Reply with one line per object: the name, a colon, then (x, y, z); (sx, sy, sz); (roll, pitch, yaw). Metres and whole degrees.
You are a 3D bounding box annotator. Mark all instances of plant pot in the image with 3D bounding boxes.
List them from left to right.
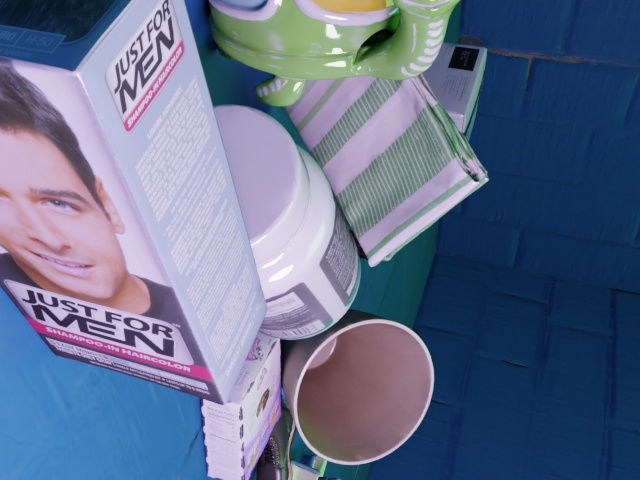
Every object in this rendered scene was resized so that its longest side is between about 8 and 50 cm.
plant pot: (0.023, 0.224, 1.278); (0.274, 0.257, 0.256); (-152, -111, -64)

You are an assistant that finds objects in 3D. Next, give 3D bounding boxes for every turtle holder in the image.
turtle holder: (-0.004, -0.283, 0.748); (0.320, 0.244, 0.227); (-104, -171, -50)

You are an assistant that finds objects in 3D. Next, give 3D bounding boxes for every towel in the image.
towel: (0.063, -0.153, 0.964); (0.038, 0.324, 0.248); (-17, 162, -40)

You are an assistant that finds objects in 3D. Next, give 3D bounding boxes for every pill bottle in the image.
pill bottle: (-0.070, -0.007, 0.872); (0.361, 0.204, 0.204); (62, 42, -68)

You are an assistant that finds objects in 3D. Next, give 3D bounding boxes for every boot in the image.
boot: (-0.103, 0.410, 1.357); (0.137, 0.077, 0.197); (63, 28, -60)

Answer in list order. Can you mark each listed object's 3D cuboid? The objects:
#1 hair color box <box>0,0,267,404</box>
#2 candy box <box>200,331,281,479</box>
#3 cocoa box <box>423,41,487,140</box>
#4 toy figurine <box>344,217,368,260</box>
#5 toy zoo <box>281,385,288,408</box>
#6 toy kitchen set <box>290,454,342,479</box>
hair color box: (-0.168, -0.026, 0.528); (0.374, 0.186, 0.113); (82, 25, -51)
candy box: (-0.125, 0.269, 1.144); (0.164, 0.070, 0.196); (-58, 156, -52)
cocoa box: (0.323, -0.380, 2.000); (0.227, 0.232, 0.347); (87, 21, -46)
toy figurine: (0.000, 0.000, 1.283); (0.209, 0.148, 0.213); (79, 28, -42)
toy zoo: (-0.039, 0.287, 1.558); (0.192, 0.030, 0.293); (-57, 155, -55)
toy kitchen set: (-0.043, 0.562, 1.698); (0.207, 0.166, 0.122); (-30, -144, 58)
